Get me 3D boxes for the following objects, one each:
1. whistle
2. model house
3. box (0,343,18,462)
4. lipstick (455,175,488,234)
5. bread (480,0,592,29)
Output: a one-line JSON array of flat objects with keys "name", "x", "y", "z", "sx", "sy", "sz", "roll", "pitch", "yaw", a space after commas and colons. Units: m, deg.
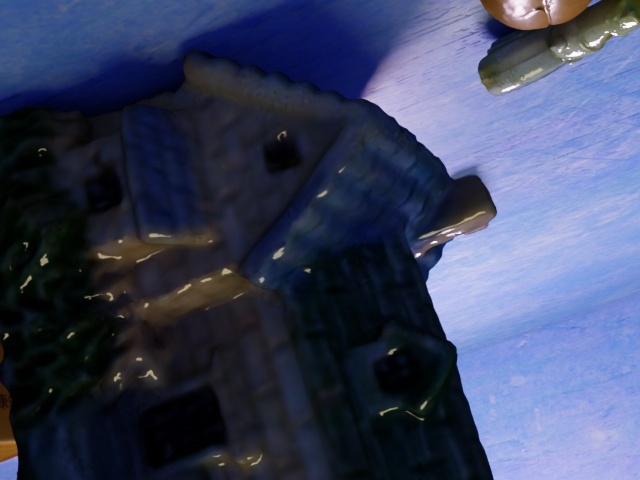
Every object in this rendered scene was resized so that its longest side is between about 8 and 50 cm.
[{"name": "whistle", "x": 0.227, "y": -0.193, "z": 0.896, "sx": 0.104, "sy": 0.057, "sz": 0.198, "roll": -30, "pitch": -176, "yaw": -28}, {"name": "model house", "x": -0.030, "y": 0.062, "z": 0.871, "sx": 0.400, "sy": 0.445, "sz": 0.395, "roll": -19, "pitch": 160, "yaw": 14}, {"name": "box", "x": -0.353, "y": 0.064, "z": 0.858, "sx": 0.076, "sy": 0.274, "sz": 0.174, "roll": -24, "pitch": 161, "yaw": 21}, {"name": "lipstick", "x": 0.218, "y": -0.050, "z": 1.404, "sx": 0.045, "sy": 0.045, "sz": 0.145, "roll": -18, "pitch": 161, "yaw": 10}, {"name": "bread", "x": 0.183, "y": -0.226, "z": 0.786, "sx": 0.114, "sy": 0.077, "sz": 0.189, "roll": -24, "pitch": 159, "yaw": 11}]
